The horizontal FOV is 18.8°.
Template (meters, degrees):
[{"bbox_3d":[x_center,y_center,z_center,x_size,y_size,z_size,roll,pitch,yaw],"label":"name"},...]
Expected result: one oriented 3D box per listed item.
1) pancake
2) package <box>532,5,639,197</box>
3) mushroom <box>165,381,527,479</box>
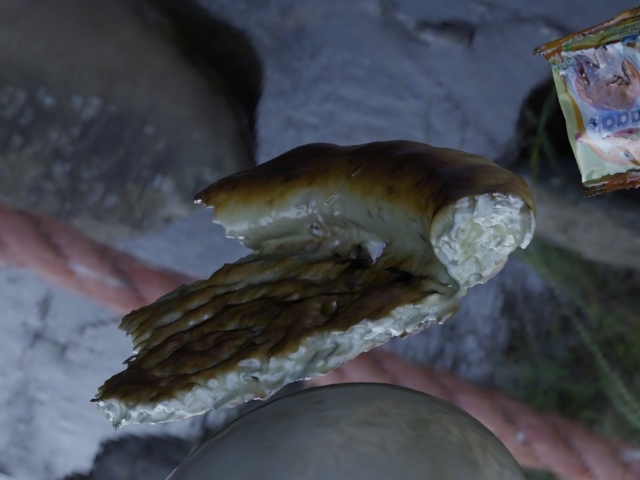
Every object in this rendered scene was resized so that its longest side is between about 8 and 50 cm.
[{"bbox_3d":[0.000,0.001,0.928,0.257,0.212,0.056,-22,110,21],"label":"pancake"},{"bbox_3d":[0.202,-0.092,1.286,0.108,0.031,0.121,-10,106,43],"label":"package"},{"bbox_3d":[0.015,0.145,0.663,0.209,0.206,0.206,2,148,-18],"label":"mushroom"}]
